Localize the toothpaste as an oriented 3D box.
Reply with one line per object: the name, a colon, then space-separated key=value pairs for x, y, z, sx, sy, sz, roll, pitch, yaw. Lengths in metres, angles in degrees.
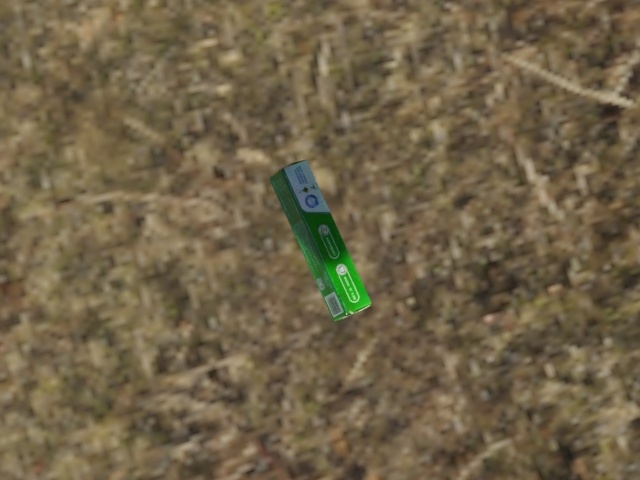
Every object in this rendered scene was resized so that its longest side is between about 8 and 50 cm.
toothpaste: x=0.000 y=0.000 z=0.968 sx=0.083 sy=0.017 sz=0.020 roll=66 pitch=157 yaw=4
